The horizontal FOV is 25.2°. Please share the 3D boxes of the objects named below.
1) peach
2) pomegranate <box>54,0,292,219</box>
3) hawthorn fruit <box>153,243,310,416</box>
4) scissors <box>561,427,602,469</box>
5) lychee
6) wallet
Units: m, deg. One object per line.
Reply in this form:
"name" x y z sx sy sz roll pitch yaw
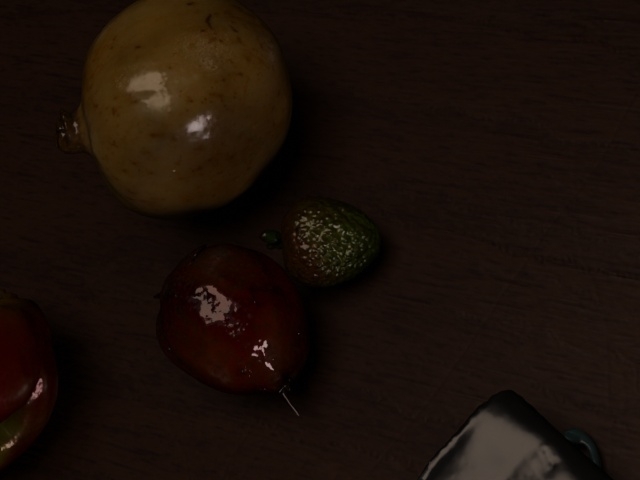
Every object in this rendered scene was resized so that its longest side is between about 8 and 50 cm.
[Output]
"peach" -0.498 0.151 1.843 0.338 0.281 0.281 40 91 29
"pomegranate" -0.164 -0.171 1.794 0.307 0.307 0.307 -11 64 24
"hawthorn fruit" -0.087 0.114 1.709 0.181 0.181 0.235 -45 73 5
"scissors" 0.215 0.334 1.515 0.138 0.041 0.289 2 67 29
"lychee" 0.000 0.000 1.731 0.146 0.114 0.114 -2 68 11
"wallet" 0.262 0.356 1.433 0.406 0.062 0.228 40 85 26
